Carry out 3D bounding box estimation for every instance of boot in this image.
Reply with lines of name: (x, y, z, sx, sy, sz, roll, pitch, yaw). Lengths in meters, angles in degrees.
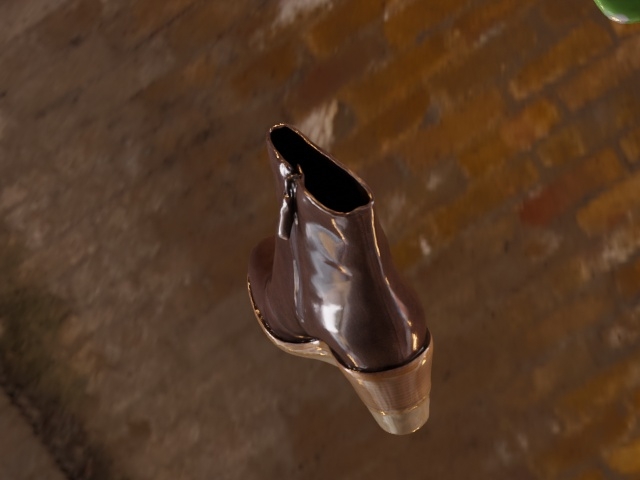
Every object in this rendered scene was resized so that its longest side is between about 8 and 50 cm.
boot: (0.000, 0.000, 1.325, 0.090, 0.248, 0.207, -26, -54, -14)

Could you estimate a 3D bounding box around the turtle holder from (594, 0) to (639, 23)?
turtle holder: (0.192, -0.193, 0.800, 0.320, 0.227, 0.243, 8, -64, 4)
